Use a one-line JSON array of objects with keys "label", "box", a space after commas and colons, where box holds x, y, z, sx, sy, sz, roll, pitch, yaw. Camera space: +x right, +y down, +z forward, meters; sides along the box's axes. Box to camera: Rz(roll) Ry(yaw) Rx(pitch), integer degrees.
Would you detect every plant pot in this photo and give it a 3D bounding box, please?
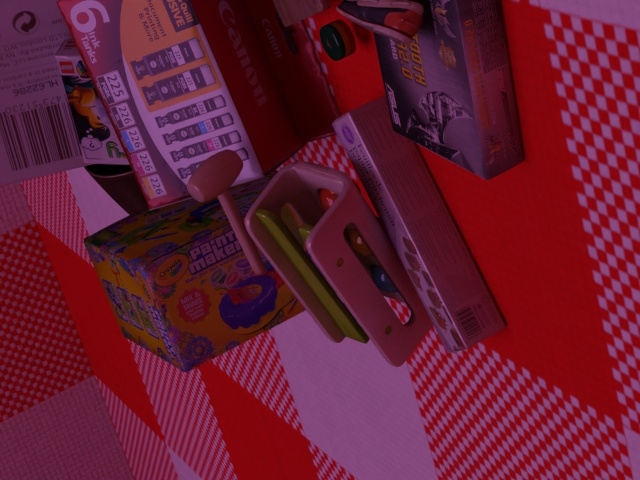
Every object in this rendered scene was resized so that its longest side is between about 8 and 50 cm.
[{"label": "plant pot", "box": [-0.240, -0.091, 2.411, 0.215, 0.215, 0.230, 34, 158, 53]}]

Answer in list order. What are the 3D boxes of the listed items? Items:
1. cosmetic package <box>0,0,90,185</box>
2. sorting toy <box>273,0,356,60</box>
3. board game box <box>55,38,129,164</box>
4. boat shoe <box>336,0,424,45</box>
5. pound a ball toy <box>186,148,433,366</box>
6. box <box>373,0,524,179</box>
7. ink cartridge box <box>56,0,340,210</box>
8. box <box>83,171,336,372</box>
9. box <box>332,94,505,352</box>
[{"label": "cosmetic package", "box": [-0.468, -0.336, 2.311, 0.394, 0.329, 0.327, -114, 12, -51]}, {"label": "sorting toy", "box": [-0.033, -0.348, 1.799, 0.274, 0.046, 0.132, 66, 159, -8]}, {"label": "board game box", "box": [-0.215, -0.197, 2.128, 0.305, 0.053, 0.193, 2, 130, 15]}, {"label": "boat shoe", "box": [0.063, -0.240, 1.551, 0.137, 0.049, 0.043, 33, 101, 57]}, {"label": "pound a ball toy", "box": [0.000, 0.000, 1.888, 0.208, 0.136, 0.319, 19, 153, 43]}, {"label": "box", "box": [0.129, -0.199, 1.583, 0.183, 0.056, 0.231, 36, 146, 51]}, {"label": "ink cartridge box", "box": [-0.155, -0.229, 1.940, 0.272, 0.130, 0.309, -15, 105, 33]}, {"label": "box", "box": [-0.157, 0.031, 2.201, 0.279, 0.290, 0.177, 17, 130, 63]}, {"label": "box", "box": [0.121, -0.019, 1.805, 0.324, 0.067, 0.063, 62, 159, 0]}]
